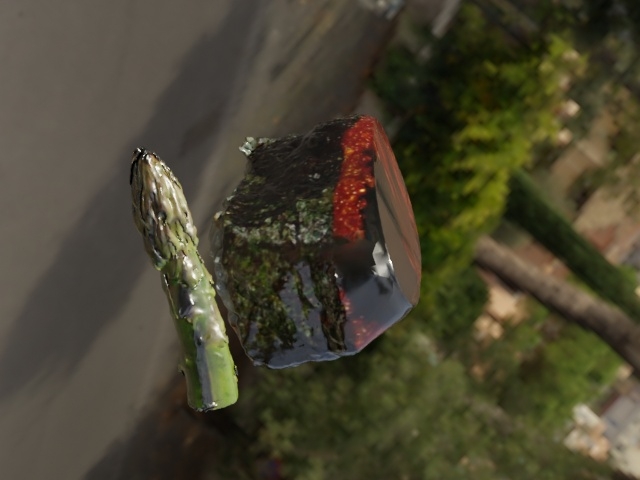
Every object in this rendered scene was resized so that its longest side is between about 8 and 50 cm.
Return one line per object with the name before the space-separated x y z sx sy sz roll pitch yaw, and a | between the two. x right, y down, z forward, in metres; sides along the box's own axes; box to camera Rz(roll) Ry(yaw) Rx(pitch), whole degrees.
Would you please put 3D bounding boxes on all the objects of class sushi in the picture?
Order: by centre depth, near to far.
sushi | 0.000 0.000 1.197 0.126 0.136 0.225 -17 -153 13

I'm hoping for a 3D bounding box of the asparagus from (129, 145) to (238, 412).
asparagus | -0.082 0.022 0.938 0.036 0.165 0.030 -11 -163 19
